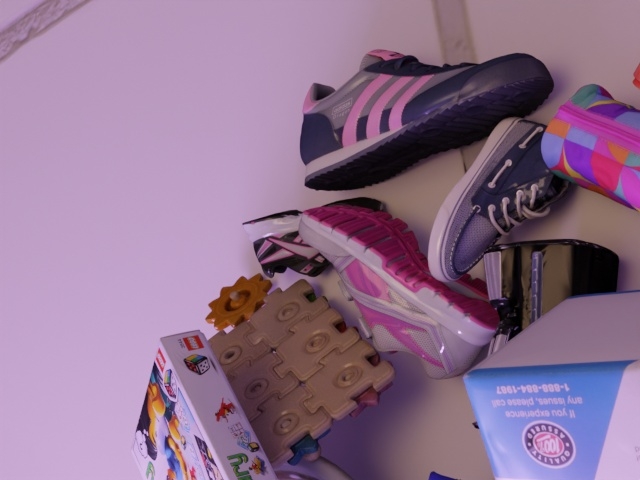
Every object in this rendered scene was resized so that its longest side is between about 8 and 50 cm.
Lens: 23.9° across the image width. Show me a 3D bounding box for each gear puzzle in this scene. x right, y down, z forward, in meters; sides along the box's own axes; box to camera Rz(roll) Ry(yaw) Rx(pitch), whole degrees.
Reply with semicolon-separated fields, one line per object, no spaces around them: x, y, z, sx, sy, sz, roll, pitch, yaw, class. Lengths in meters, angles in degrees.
-0.049;0.130;1.630;0.175;0.044;0.339;-37;33;-6;gear puzzle

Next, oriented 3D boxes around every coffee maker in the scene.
0.231;0.093;1.394;0.171;0.120;0.178;3;82;8;coffee maker

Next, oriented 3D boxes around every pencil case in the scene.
0.298;-0.068;1.339;0.236;0.104;0.104;30;101;55;pencil case

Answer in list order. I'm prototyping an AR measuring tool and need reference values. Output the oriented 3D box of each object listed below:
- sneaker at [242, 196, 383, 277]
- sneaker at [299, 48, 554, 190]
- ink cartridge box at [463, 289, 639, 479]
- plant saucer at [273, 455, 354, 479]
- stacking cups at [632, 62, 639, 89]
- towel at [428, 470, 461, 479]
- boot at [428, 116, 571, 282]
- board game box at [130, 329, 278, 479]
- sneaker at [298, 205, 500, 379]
0.000;0.000;1.667;0.178;0.072;0.077;-10;97;40;sneaker
0.095;-0.155;1.569;0.319;0.112;0.131;-20;70;38;sneaker
0.312;0.240;1.115;0.285;0.166;0.395;-8;106;43;ink cartridge box
-0.035;0.415;1.564;0.400;0.100;0.400;-13;71;42;plant saucer
0.382;-0.265;1.343;0.096;0.096;0.316;49;116;39;stacking cups
0.175;0.378;1.353;0.228;0.076;0.308;12;86;20;towel
0.180;-0.037;1.460;0.086;0.069;0.190;15;69;41;boot
-0.100;0.265;1.505;0.305;0.053;0.193;59;146;35;board game box
0.067;0.054;1.532;0.252;0.103;0.111;38;119;29;sneaker
